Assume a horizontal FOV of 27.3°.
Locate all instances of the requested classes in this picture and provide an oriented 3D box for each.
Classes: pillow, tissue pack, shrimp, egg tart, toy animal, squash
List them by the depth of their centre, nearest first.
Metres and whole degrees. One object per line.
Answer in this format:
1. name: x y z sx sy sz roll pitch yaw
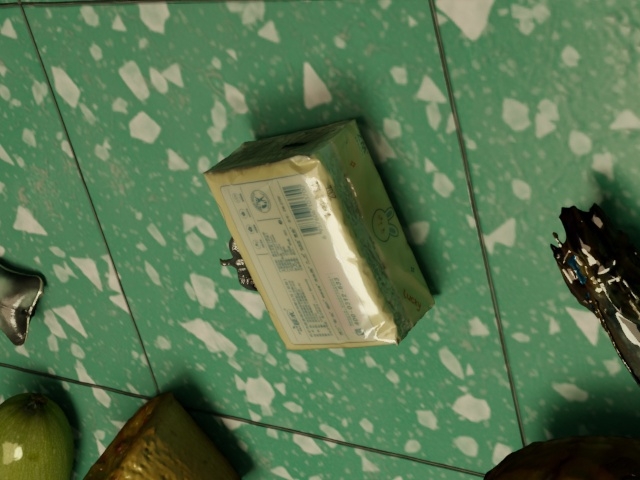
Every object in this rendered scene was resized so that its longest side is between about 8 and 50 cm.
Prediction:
1. shrimp: 0.310 0.061 1.007 0.290 0.054 0.222 46 140 -2
2. tissue pack: 0.000 0.000 1.201 0.148 0.092 0.196 -7 114 42
3. toy animal: -0.078 0.018 1.328 0.050 0.028 0.084 5 125 37
4. egg tart: -0.186 0.288 1.519 0.147 0.202 0.202 39 139 -10
5. pillow: -0.398 0.063 1.613 0.136 0.055 0.091 28 132 20
6. squash: -0.390 0.291 1.719 0.132 0.132 0.247 34 137 16

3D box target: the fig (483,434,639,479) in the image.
1. fig: 0.221 0.340 1.069 0.286 0.368 0.286 14 126 20
